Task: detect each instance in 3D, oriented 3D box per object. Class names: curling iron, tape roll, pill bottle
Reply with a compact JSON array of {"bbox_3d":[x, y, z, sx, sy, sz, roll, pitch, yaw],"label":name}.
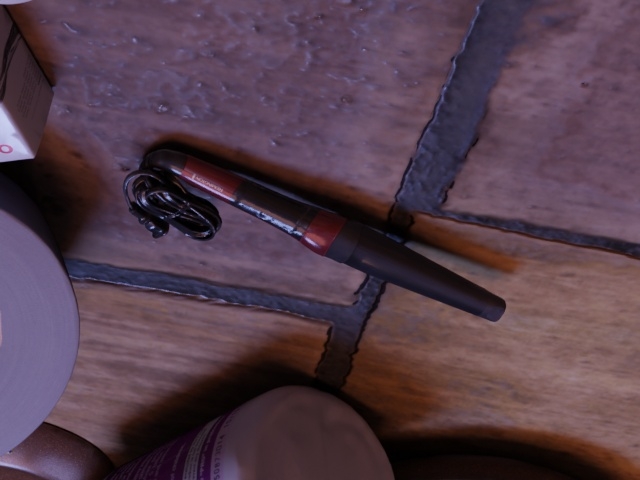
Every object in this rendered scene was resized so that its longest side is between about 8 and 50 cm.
[{"bbox_3d":[0.000,0.000,0.943,0.274,0.035,0.068,18,146,-14],"label":"curling iron"},{"bbox_3d":[-0.271,0.051,0.926,0.219,0.072,0.219,-8,119,-15],"label":"tape roll"},{"bbox_3d":[-0.093,0.242,1.175,0.169,0.169,0.301,31,136,-31],"label":"pill bottle"}]

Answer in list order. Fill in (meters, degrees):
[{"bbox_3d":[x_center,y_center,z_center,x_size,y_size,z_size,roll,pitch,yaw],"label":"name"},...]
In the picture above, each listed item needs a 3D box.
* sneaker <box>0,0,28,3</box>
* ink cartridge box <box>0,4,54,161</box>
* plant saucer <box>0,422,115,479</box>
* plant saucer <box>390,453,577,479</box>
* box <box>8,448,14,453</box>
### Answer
[{"bbox_3d":[-0.252,-0.203,0.655,0.290,0.106,0.123,8,141,-21],"label":"sneaker"},{"bbox_3d":[-0.227,-0.103,0.814,0.099,0.056,0.135,-6,142,15],"label":"ink cartridge box"},{"bbox_3d":[-0.284,0.218,1.279,0.198,0.036,0.198,3,143,3],"label":"plant saucer"},{"bbox_3d":[0.134,0.268,1.279,0.310,0.050,0.310,4,144,3],"label":"plant saucer"},{"bbox_3d":[-0.330,0.149,1.170,0.169,0.059,0.054,-11,143,22],"label":"box"}]
